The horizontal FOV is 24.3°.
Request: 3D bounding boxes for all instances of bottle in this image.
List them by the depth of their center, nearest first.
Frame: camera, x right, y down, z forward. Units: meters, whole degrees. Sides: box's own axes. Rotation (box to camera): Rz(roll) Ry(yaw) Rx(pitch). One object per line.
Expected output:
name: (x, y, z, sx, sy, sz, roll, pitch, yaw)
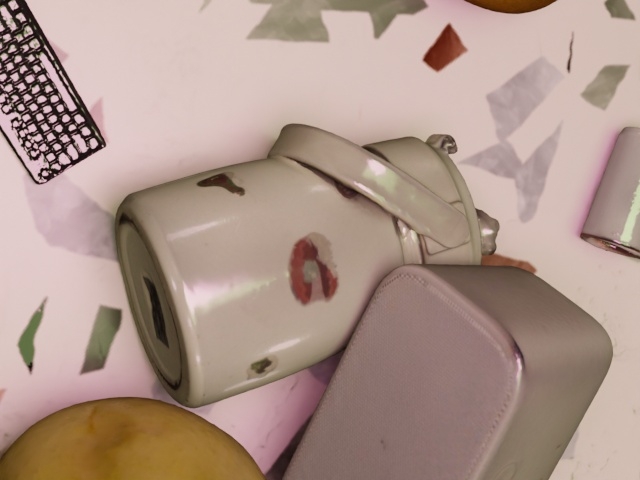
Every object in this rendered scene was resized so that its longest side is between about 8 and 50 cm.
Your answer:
bottle: (0.000, 0.000, 1.391, 0.351, 0.229, 0.229, -18, 101, -17)

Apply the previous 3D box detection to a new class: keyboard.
keyboard: (-0.294, -0.175, 1.374, 0.087, 0.017, 0.251, -32, 105, -16)

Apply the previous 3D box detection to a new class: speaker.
speaker: (0.099, 0.214, 1.378, 0.184, 0.183, 0.406, -4, 126, -48)

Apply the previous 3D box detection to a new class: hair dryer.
hair dryer: (0.402, -0.022, 1.605, 0.236, 0.073, 0.131, 23, 86, -22)

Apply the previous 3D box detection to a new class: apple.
apple: (-0.174, 0.290, 1.321, 0.291, 0.254, 0.292, 0, 111, -1)

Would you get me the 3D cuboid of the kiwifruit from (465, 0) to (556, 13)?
kiwifruit: (0.165, -0.333, 1.431, 0.234, 0.196, 0.196, 38, 82, -12)
